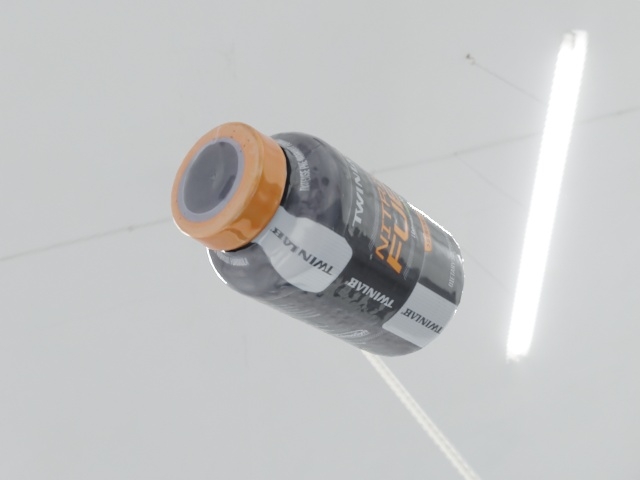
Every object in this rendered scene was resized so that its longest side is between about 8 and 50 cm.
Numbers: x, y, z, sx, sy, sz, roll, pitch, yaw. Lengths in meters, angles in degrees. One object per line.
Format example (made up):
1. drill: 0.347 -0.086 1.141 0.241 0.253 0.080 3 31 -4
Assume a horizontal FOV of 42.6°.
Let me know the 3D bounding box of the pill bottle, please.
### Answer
1. pill bottle: 0.000 0.000 0.640 0.130 0.130 0.245 -51 -44 9
